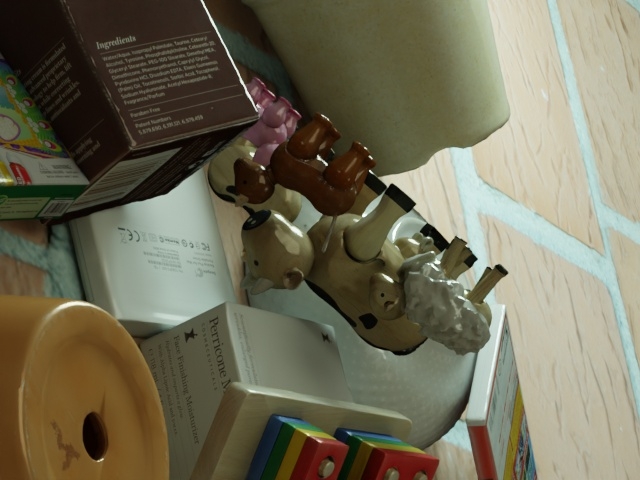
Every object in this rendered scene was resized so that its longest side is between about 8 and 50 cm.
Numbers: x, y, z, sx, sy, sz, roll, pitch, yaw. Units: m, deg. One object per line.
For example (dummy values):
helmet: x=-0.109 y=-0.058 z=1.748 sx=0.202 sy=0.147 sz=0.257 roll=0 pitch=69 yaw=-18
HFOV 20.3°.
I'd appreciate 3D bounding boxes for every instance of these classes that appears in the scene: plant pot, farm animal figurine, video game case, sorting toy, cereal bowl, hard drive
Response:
plant pot: x=0.076 y=-0.250 z=2.134 sx=0.334 sy=0.334 sz=0.305 roll=-43 pitch=116 yaw=-59
farm animal figurine: x=0.000 y=0.000 z=1.780 sx=0.327 sy=0.172 sz=0.330 roll=39 pitch=-2 yaw=-10
video game case: x=0.215 y=0.246 z=2.088 sx=0.204 sy=0.025 sz=0.285 roll=-72 pitch=154 yaw=-51
sorting toy: x=-0.018 y=0.274 z=1.606 sx=0.257 sy=0.089 sz=0.255 roll=17 pitch=97 yaw=-52
cereal bowl: x=0.073 y=0.072 z=2.010 sx=0.339 sy=0.141 sz=0.339 roll=38 pitch=38 yaw=-36
hard drive: x=-0.183 y=-0.049 z=1.801 sx=0.203 sy=0.040 sz=0.307 roll=12 pitch=57 yaw=-54
plant pot: x=-0.246 y=0.160 z=1.316 sx=0.291 sy=0.203 sz=0.291 roll=42 pitch=42 yaw=-54

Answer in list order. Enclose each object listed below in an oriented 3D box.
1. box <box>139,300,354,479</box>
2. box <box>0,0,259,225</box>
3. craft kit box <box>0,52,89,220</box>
box: x=-0.062 y=0.172 z=1.739 sx=0.182 sy=0.119 sz=0.181 roll=17 pitch=52 yaw=-52
box: x=-0.198 y=-0.149 z=1.663 sx=0.167 sy=0.168 sz=0.203 roll=-18 pitch=79 yaw=-44
craft kit box: x=-0.350 y=-0.123 z=1.521 sx=0.246 sy=0.061 sz=0.250 roll=51 pitch=26 yaw=19
